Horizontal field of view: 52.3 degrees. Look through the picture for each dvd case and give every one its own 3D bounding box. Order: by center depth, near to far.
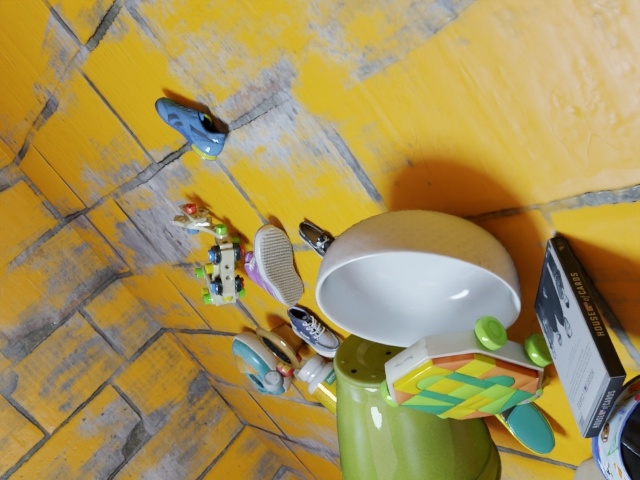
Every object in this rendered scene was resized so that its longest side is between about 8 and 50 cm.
[{"bbox_3d":[0.371,0.140,0.956,0.029,0.239,0.179,-9,138,1],"label":"dvd case"}]

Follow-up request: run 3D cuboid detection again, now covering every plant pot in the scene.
[{"bbox_3d":[0.182,0.374,1.418,0.366,0.366,0.353,13,128,46],"label":"plant pot"}]

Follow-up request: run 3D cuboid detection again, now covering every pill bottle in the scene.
[{"bbox_3d":[0.038,0.429,1.899,0.208,0.117,0.117,40,153,9],"label":"pill bottle"}]

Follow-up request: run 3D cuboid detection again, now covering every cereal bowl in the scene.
[{"bbox_3d":[0.165,0.053,1.105,0.339,0.141,0.339,6,149,4],"label":"cereal bowl"}]

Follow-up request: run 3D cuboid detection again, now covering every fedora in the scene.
[{"bbox_3d":[-0.111,0.308,1.977,0.194,0.079,0.194,35,158,16],"label":"fedora"}]

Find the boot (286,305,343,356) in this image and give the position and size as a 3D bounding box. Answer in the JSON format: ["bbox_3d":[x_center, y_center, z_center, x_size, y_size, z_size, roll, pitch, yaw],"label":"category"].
[{"bbox_3d":[-0.018,0.245,1.769,0.190,0.069,0.086,23,149,39],"label":"boot"}]

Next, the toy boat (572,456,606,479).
[{"bbox_3d":[0.594,0.495,1.236,0.151,0.151,0.231,20,158,-18],"label":"toy boat"}]

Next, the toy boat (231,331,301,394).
[{"bbox_3d":[-0.188,0.427,2.174,0.267,0.148,0.318,52,152,-15],"label":"toy boat"}]

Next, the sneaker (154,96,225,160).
[{"bbox_3d":[-0.283,-0.267,1.440,0.209,0.069,0.082,44,121,21],"label":"sneaker"}]

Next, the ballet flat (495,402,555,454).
[{"bbox_3d":[0.392,0.347,1.362,0.231,0.077,0.077,44,174,7],"label":"ballet flat"}]

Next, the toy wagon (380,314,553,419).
[{"bbox_3d":[0.286,0.246,1.157,0.344,0.068,0.267,20,137,-27],"label":"toy wagon"}]

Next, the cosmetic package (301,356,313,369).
[{"bbox_3d":[0.003,0.415,1.992,0.115,0.060,0.041,48,154,-5],"label":"cosmetic package"}]

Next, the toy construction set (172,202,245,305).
[{"bbox_3d":[-0.290,0.046,1.802,0.215,0.151,0.328,-126,18,-53],"label":"toy construction set"}]

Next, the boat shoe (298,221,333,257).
[{"bbox_3d":[0.000,0.000,1.432,0.125,0.046,0.038,39,159,28],"label":"boat shoe"}]

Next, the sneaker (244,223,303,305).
[{"bbox_3d":[-0.149,0.048,1.645,0.161,0.102,0.282,30,150,32],"label":"sneaker"}]

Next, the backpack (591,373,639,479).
[{"bbox_3d":[0.535,0.308,0.923,0.263,0.276,0.213,46,166,5],"label":"backpack"}]
